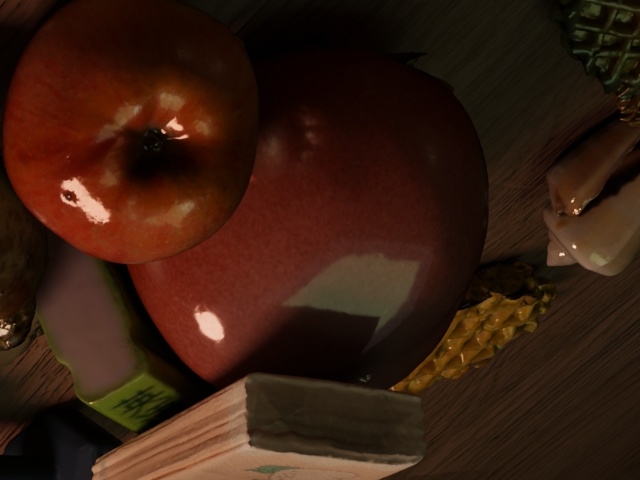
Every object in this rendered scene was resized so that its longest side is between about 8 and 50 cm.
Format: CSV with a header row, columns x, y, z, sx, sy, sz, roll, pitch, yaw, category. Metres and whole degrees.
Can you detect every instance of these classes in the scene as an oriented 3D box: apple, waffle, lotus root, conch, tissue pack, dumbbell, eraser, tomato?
x,y,z,sx,sy,sz,roll,pitch,yaw,category
-0.140,-0.088,1.321,0.209,0.209,0.164,-23,-164,-11,apple
0.326,-0.226,1.658,0.208,0.054,0.214,-30,134,6,waffle
-0.311,0.000,1.375,0.173,0.173,0.309,-29,155,2,lotus root
0.156,0.116,2.204,0.312,0.060,0.307,-26,158,-4,waffle
0.334,-0.075,1.981,0.158,0.127,0.255,39,90,-33,conch
-0.062,0.189,1.511,0.170,0.071,0.325,8,159,-27,tissue pack
-0.352,0.253,1.837,0.316,0.156,0.143,10,106,-55,dumbbell
-0.173,0.088,1.626,0.092,0.210,0.274,-31,154,5,eraser
0.000,0.000,1.536,0.341,0.273,0.341,-12,153,-6,tomato

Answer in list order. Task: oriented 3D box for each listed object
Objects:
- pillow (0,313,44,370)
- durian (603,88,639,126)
x,y,z,sx,sy,sz,roll,pitch,yaw,category
-0.336,0.112,1.685,0.241,0.051,0.093,-36,150,14,pillow
0.419,-0.206,1.799,0.260,0.154,0.186,-36,131,-1,durian
